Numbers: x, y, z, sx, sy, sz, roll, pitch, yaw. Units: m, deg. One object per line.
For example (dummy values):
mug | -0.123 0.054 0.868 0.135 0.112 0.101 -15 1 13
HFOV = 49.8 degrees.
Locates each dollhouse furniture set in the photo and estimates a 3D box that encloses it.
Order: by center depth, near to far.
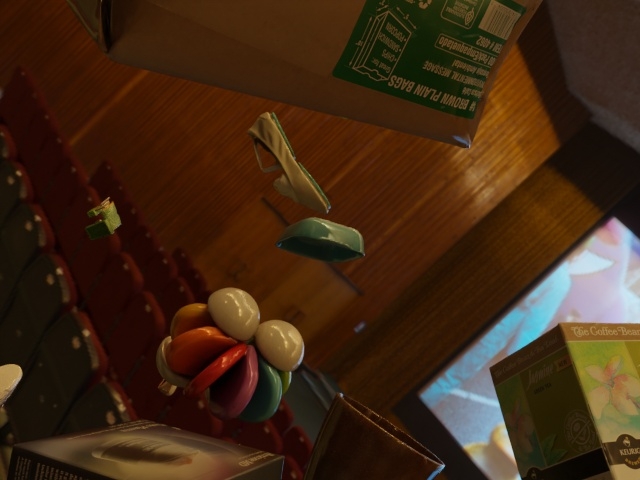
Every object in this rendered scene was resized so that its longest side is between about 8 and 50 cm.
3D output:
dollhouse furniture set | -0.507 -0.055 1.660 0.151 0.059 0.076 -71 141 -66

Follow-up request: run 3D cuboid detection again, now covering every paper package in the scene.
paper package | -0.037 -0.230 0.549 0.325 0.168 0.309 6 30 -37

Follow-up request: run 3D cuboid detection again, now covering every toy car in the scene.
toy car | -0.117 0.164 0.880 0.182 0.159 0.136 38 22 -19

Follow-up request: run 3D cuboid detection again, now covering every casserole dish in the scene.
casserole dish | 0.000 0.000 1.050 0.114 0.036 0.188 17 -12 -15

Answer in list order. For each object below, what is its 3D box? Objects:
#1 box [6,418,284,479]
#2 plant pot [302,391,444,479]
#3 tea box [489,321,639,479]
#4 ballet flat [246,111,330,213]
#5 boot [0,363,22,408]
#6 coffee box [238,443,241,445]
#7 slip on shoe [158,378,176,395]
box | -0.254 0.397 1.032 0.294 0.182 0.296 8 -2 24
plant pot | 0.055 0.412 1.160 0.215 0.230 0.215 34 -5 3
tea box | 0.527 0.330 1.213 0.329 0.220 0.323 3 58 -25
ballet flat | -0.071 -0.140 1.359 0.248 0.086 0.086 59 7 19
boot | -0.682 0.342 1.404 0.069 0.190 0.086 22 -47 20
coffee box | -0.173 0.636 1.646 0.246 0.141 0.098 48 3 1
slip on shoe | -0.407 0.367 1.934 0.041 0.135 0.051 37 -15 -26
